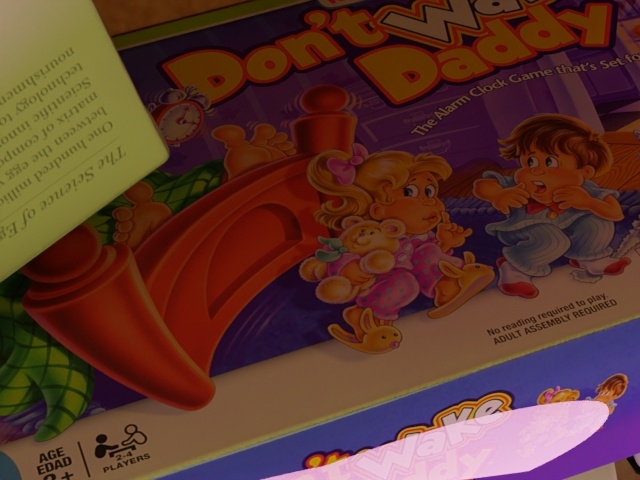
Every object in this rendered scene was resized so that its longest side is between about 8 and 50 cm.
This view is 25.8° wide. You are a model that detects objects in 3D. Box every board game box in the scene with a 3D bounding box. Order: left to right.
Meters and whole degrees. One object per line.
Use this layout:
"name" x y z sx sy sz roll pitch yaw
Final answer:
"board game box" 0.000 0.000 0.543 0.347 0.233 0.078 -17 134 -13

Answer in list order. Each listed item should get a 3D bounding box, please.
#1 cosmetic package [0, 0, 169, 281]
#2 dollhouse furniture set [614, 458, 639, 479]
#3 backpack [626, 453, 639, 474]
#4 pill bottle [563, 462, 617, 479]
"cosmetic package" -0.198 -0.063 0.408 0.224 0.138 0.225 -37 139 -15
"dollhouse furniture set" 0.196 0.240 0.876 0.161 0.182 0.101 -38 145 9
"backpack" 0.228 0.065 0.785 0.151 0.115 0.182 -8 104 -16
"pill bottle" -0.049 0.138 0.682 0.361 0.204 0.204 0 132 -28
